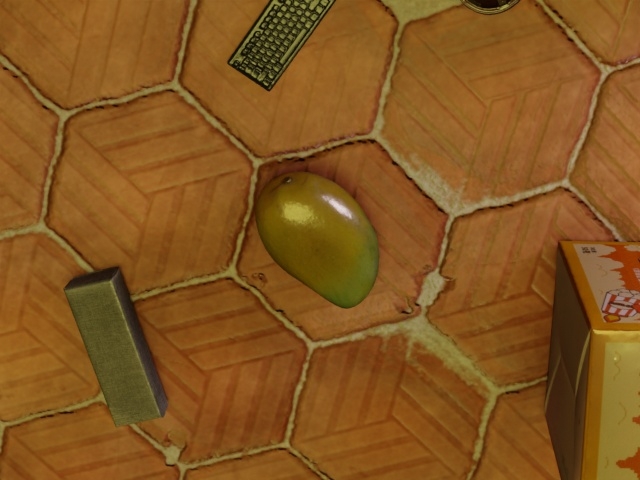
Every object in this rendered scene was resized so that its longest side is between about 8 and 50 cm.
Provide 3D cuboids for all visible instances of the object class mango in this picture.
[{"bbox_3d":[0.000,0.000,1.716,0.130,0.092,0.195,-24,112,9],"label":"mango"}]

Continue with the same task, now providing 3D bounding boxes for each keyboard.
[{"bbox_3d":[-0.030,-0.274,1.657,0.067,0.011,0.202,34,109,-11],"label":"keyboard"}]

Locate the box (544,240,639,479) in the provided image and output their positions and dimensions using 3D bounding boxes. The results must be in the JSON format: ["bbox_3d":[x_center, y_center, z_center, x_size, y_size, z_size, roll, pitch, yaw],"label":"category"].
[{"bbox_3d":[0.393,0.166,1.661,0.214,0.283,0.259,2,111,0],"label":"box"}]

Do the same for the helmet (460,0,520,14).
[{"bbox_3d":[0.203,-0.318,1.606,0.089,0.057,0.111,32,113,-6],"label":"helmet"}]

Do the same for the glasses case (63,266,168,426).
[{"bbox_3d":[-0.261,0.138,1.802,0.071,0.047,0.205,-13,110,12],"label":"glasses case"}]
